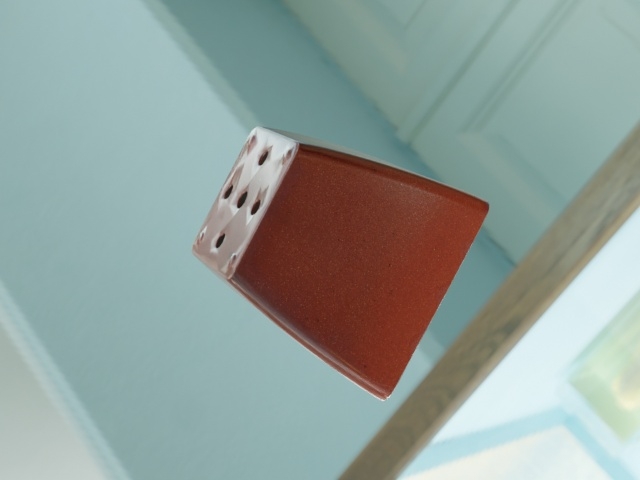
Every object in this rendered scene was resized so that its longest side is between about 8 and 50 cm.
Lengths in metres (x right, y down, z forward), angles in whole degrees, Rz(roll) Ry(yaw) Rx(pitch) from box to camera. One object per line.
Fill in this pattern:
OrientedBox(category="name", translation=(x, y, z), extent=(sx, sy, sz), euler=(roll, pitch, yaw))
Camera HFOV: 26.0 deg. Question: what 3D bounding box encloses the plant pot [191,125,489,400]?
OrientedBox(category="plant pot", translation=(0.000, 0.000, 1.693), extent=(0.236, 0.267, 0.267), euler=(27, -179, -24))
